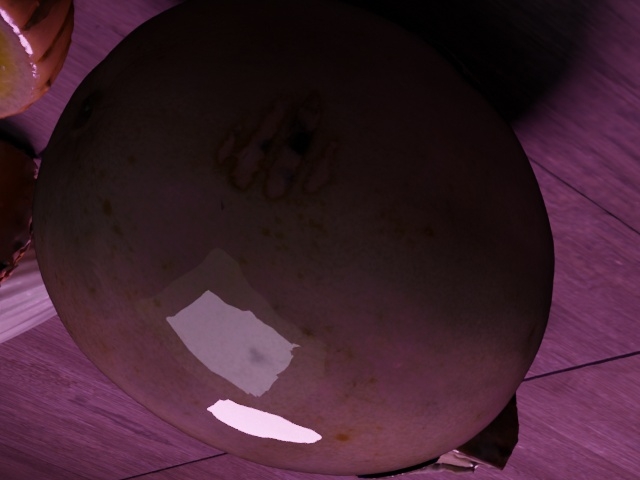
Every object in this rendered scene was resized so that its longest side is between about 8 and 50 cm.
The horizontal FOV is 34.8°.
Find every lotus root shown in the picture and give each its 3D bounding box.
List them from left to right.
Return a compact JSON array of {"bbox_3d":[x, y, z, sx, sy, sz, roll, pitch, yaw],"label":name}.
[{"bbox_3d":[0.081,0.159,0.978,0.119,0.138,0.235,33,148,-19],"label":"lotus root"}]

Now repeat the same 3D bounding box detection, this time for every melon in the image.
[{"bbox_3d":[0.000,0.000,0.605,0.330,0.268,0.268,29,149,-33],"label":"melon"}]

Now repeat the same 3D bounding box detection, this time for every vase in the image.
[{"bbox_3d":[-0.334,0.048,1.013,0.248,0.128,0.128,-14,140,28],"label":"vase"}]

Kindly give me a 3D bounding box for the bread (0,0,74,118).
[{"bbox_3d":[-0.276,-0.158,0.667,0.236,0.070,0.236,11,151,6],"label":"bread"}]

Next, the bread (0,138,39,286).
[{"bbox_3d":[-0.411,0.018,0.814,0.279,0.315,0.248,-3,146,44],"label":"bread"}]
